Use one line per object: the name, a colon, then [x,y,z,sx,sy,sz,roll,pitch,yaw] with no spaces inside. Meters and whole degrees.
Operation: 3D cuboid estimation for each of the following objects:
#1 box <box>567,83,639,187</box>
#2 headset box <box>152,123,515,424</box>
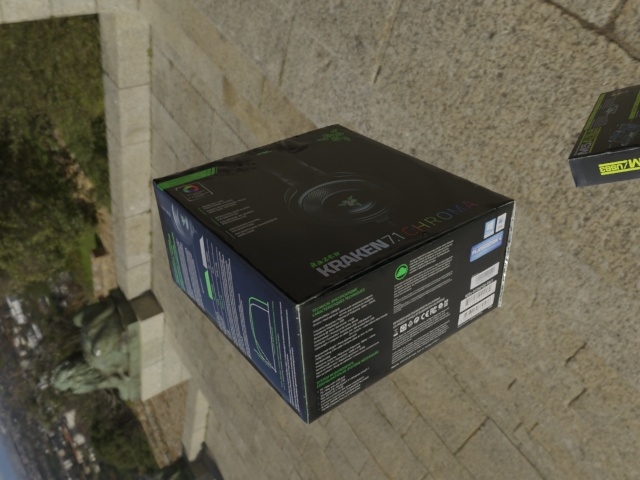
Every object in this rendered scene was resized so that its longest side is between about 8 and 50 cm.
box: [0.395,-0.134,0.652,0.184,0.191,0.045,-10,117,42]
headset box: [0.000,0.000,0.592,0.283,0.246,0.131,35,138,45]
